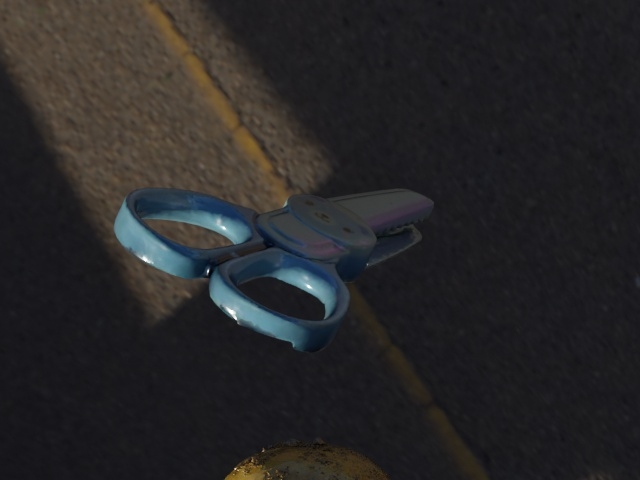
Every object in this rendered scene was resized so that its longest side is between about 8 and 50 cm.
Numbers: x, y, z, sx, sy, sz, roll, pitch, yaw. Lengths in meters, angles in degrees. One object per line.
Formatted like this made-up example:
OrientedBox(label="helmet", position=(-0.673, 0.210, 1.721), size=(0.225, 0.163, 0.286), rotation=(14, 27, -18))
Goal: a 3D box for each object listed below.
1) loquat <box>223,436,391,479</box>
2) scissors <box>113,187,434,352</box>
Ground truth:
OrientedBox(label="loquat", position=(-0.013, 0.317, 1.547), size=(0.235, 0.235, 0.235), rotation=(-11, 61, 20))
OrientedBox(label="scissors", position=(0.000, 0.000, 0.813), size=(0.125, 0.256, 0.030), rotation=(33, 113, 21))
